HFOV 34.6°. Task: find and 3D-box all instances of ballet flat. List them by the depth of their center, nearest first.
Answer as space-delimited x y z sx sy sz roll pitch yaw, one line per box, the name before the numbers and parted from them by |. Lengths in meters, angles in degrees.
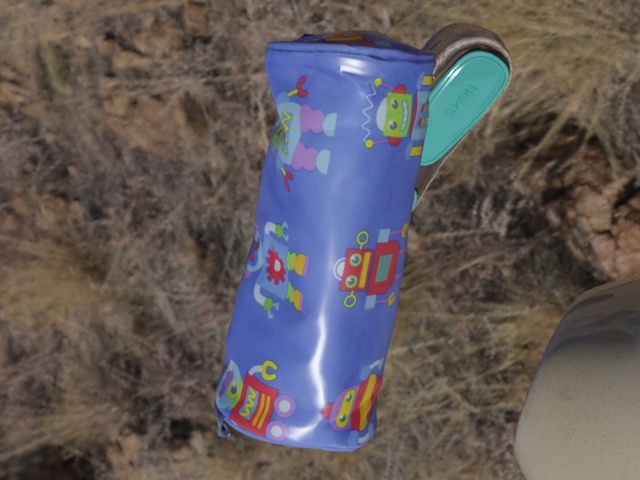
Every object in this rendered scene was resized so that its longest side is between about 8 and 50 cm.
ballet flat | 0.070 -0.092 1.043 0.316 0.107 0.106 -45 33 20

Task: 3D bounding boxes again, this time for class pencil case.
pencil case | 0.000 0.000 0.743 0.133 0.119 0.306 25 111 48

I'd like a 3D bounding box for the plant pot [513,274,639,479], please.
plant pot | 0.247 0.130 0.708 0.191 0.284 0.284 23 135 23
